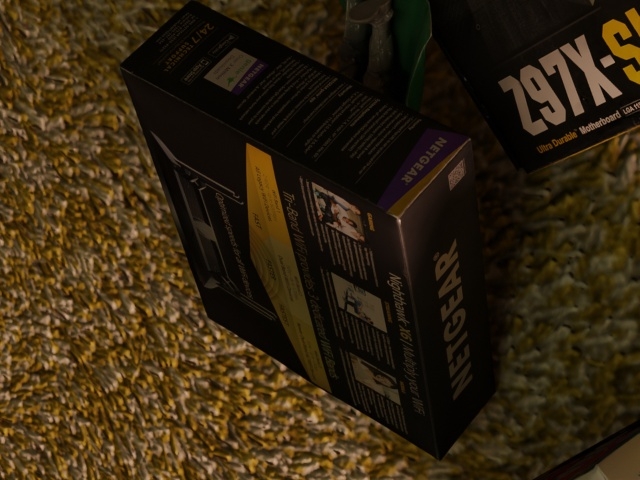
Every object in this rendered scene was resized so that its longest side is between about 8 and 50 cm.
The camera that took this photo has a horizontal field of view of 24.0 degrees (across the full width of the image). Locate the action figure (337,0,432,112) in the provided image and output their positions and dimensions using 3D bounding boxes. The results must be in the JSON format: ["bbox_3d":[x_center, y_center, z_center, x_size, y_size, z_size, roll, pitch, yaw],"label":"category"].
[{"bbox_3d":[0.037,-0.095,1.087,0.232,0.063,0.137,82,162,-49],"label":"action figure"}]

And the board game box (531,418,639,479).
[{"bbox_3d":[0.161,0.212,1.033,0.303,0.224,0.097,-38,78,41],"label":"board game box"}]

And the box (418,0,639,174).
[{"bbox_3d":[0.159,-0.196,0.891,0.257,0.079,0.322,56,153,-5],"label":"box"}]

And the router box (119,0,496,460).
[{"bbox_3d":[0.000,0.000,1.087,0.243,0.081,0.309,30,153,28],"label":"router box"}]
